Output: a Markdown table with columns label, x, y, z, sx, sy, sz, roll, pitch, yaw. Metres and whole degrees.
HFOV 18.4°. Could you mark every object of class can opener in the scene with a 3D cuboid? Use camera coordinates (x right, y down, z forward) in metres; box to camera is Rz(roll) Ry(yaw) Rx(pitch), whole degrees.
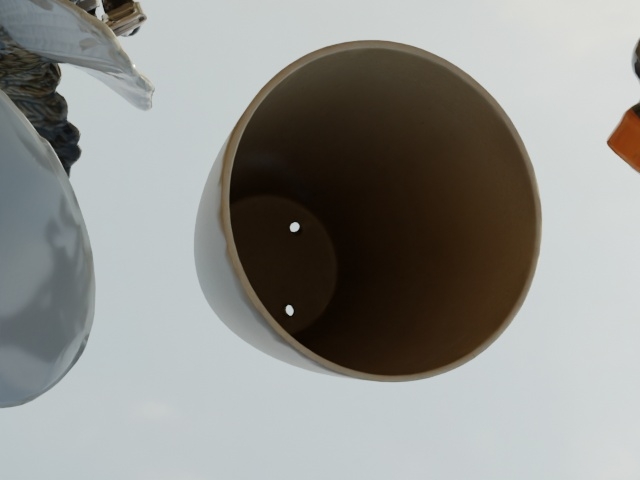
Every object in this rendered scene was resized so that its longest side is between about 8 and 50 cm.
| label | x | y | z | sx | sy | sz | roll | pitch | yaw |
| --- | --- | --- | --- | --- | --- | --- | --- | --- | --- |
| can opener | -0.208 | -0.224 | 1.798 | 0.076 | 0.095 | 0.283 | -24 | -163 | -2 |

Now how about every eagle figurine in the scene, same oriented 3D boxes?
| label | x | y | z | sx | sy | sz | roll | pitch | yaw |
| --- | --- | --- | --- | --- | --- | --- | --- | --- | --- |
| eagle figurine | -0.199 | -0.113 | 0.969 | 0.298 | 0.226 | 0.225 | -32 | 177 | 16 |

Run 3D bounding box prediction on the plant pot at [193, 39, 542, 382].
| label | x | y | z | sx | sy | sz | roll | pitch | yaw |
| --- | --- | --- | --- | --- | --- | --- | --- | --- | --- |
| plant pot | 0.000 | 0.000 | 1.573 | 0.256 | 0.256 | 0.274 | -23 | 179 | -24 |

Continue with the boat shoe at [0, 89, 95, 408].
| label | x | y | z | sx | sy | sz | roll | pitch | yaw |
| --- | --- | --- | --- | --- | --- | --- | --- | --- | --- |
| boat shoe | -0.210 | -0.057 | 0.840 | 0.113 | 0.306 | 0.105 | -45 | -152 | -11 |

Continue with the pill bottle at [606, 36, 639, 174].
| label | x | y | z | sx | sy | sz | roll | pitch | yaw |
| --- | --- | --- | --- | --- | --- | --- | --- | --- | --- |
| pill bottle | 0.286 | -0.135 | 1.248 | 0.245 | 0.130 | 0.130 | -55 | -161 | 12 |
